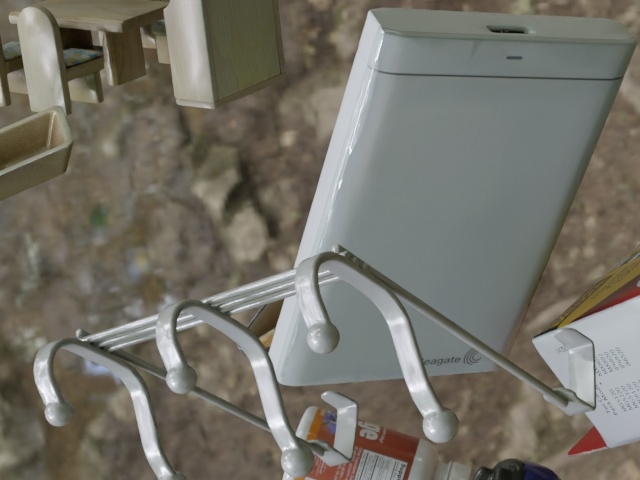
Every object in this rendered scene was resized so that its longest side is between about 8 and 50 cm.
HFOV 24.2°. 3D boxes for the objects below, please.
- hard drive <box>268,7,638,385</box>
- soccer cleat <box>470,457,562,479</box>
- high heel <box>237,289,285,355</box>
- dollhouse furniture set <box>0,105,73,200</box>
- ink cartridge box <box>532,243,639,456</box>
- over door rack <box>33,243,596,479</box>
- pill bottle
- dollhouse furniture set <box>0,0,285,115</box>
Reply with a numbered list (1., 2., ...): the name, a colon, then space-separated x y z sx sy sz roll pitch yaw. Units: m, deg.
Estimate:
1. hard drive: 0.104 -0.027 1.259 0.047 0.233 0.353 -120 37 -45
2. soccer cleat: 0.162 0.345 1.375 0.289 0.121 0.093 -67 15 -12
3. high heel: 0.000 0.000 1.414 0.093 0.186 0.261 -126 26 -62
4. dollhouse furniture set: -0.179 -0.058 0.677 0.091 0.114 0.081 -117 5 -45
5. ink cartridge box: 0.353 0.043 1.350 0.130 0.309 0.272 55 147 -2
6. over door rack: 0.011 0.108 0.986 0.239 0.324 0.108 -18 66 35
7. pill bottle: 0.069 0.289 1.827 0.216 0.121 0.121 17 116 5
8. dollhouse furniture set: -0.161 -0.213 1.279 0.242 0.212 0.161 10 116 35
